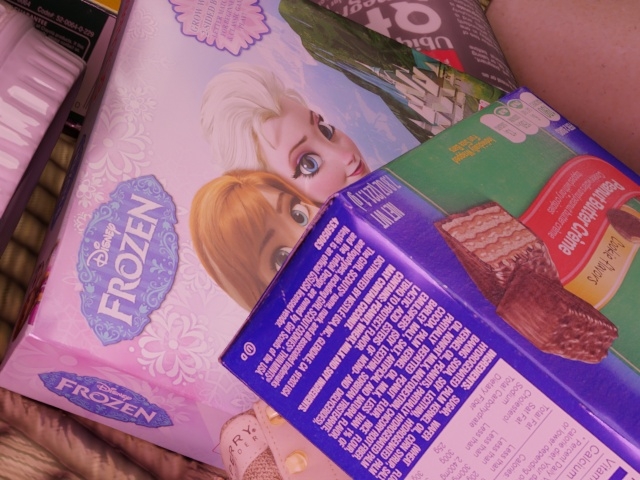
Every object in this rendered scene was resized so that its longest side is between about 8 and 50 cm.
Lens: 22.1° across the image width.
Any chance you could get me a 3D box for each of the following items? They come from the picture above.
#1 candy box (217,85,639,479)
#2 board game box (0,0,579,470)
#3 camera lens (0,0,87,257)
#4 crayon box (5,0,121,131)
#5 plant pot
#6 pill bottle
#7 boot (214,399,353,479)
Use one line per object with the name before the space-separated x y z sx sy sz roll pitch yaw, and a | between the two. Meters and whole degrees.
candy box | 0.152 0.082 0.827 0.317 0.122 0.268 41 29 10
board game box | 0.000 0.000 0.994 0.318 0.066 0.319 22 51 -15
camera lens | -0.275 -0.057 0.764 0.274 0.219 0.219 26 23 -7
crayon box | -0.229 -0.218 1.306 0.363 0.106 0.313 25 23 -10
plant pot | 0.286 -0.104 1.458 0.305 0.334 0.334 23 21 14
pill bottle | 0.070 -0.091 1.271 0.176 0.176 0.319 15 39 -31
boot | -0.008 0.162 0.748 0.262 0.095 0.203 2 41 -42
